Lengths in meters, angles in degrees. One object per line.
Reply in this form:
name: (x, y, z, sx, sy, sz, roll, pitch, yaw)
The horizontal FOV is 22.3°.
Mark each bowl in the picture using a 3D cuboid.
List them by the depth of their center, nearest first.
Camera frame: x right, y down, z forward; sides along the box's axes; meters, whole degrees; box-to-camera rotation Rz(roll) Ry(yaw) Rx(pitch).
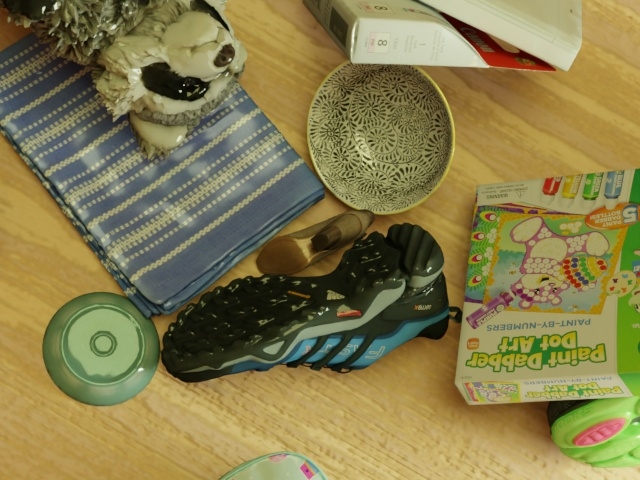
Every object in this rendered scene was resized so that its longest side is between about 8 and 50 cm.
bowl: (0.077, -0.116, 1.727, 0.170, 0.080, 0.170, 5, 101, 26)

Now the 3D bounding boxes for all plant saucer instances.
plant saucer: (-0.221, 0.107, 1.645, 0.119, 0.021, 0.119, 3, 73, -11)

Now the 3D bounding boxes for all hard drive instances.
hard drive: (0.138, -0.294, 1.763, 0.308, 0.040, 0.203, 26, 26, -4)

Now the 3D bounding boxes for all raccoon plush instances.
raccoon plush: (-0.250, -0.286, 1.689, 0.216, 0.299, 0.446, -39, 49, -7)

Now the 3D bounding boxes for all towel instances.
towel: (-0.182, -0.109, 1.706, 0.243, 0.040, 0.336, -37, 83, -20)

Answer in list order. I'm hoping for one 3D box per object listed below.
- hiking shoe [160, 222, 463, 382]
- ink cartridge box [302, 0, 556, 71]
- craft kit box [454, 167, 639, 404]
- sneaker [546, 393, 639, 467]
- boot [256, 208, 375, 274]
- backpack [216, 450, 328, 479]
hiking shoe: (-0.008, 0.097, 1.643, 0.304, 0.132, 0.113, -18, 38, 3)
ink cartridge box: (0.114, -0.239, 1.725, 0.232, 0.189, 0.066, -3, 117, -17)
craft kit box: (0.271, 0.044, 1.652, 0.250, 0.061, 0.246, -6, 57, 22)
sneaker: (0.405, 0.053, 1.734, 0.483, 0.185, 0.202, -42, 55, -16)
boot: (0.000, 0.000, 1.703, 0.087, 0.118, 0.042, -26, 96, -52)
backpack: (-0.040, 0.299, 1.563, 0.166, 0.144, 0.188, -32, 79, -13)
